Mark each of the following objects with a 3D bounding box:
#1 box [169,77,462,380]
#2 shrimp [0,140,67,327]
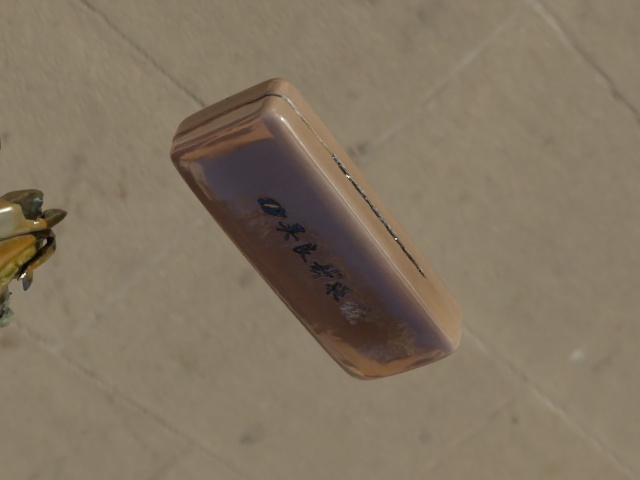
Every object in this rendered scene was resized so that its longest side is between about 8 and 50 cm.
[{"bbox_3d":[0.000,0.000,0.580,0.048,0.025,0.115,-22,122,27],"label":"box"},{"bbox_3d":[-0.148,-0.009,0.493,0.236,0.053,0.133,-1,128,-50],"label":"shrimp"}]
